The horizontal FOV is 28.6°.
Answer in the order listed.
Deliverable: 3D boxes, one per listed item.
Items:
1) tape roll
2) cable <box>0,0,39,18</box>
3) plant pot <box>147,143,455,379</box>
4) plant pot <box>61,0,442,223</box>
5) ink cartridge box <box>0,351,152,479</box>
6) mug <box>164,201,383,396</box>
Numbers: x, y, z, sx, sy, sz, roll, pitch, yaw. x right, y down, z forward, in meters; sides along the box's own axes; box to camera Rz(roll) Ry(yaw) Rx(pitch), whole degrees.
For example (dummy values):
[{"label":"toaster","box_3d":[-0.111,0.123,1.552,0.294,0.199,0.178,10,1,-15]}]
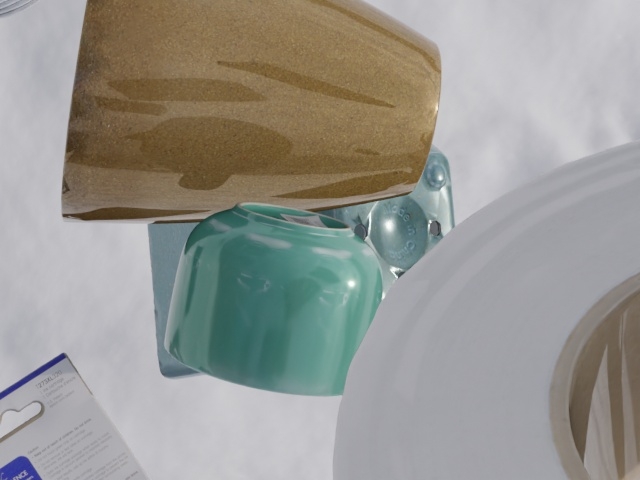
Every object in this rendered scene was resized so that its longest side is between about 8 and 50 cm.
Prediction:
[{"label":"tape roll","box_3d":[0.150,0.081,0.384,0.286,0.286,0.100,-28,129,-19]},{"label":"cable","box_3d":[-0.415,-0.400,1.538,0.257,0.089,0.257,28,86,21]},{"label":"plant pot","box_3d":[0.000,0.000,1.237,0.248,0.252,0.247,-3,86,-37]},{"label":"plant pot","box_3d":[-0.048,-0.113,0.935,0.254,0.237,0.237,8,77,-9]},{"label":"ink cartridge box","box_3d":[-0.245,0.321,1.337,0.175,0.069,0.371,-33,90,-16]},{"label":"mug","box_3d":[-0.037,0.027,0.793,0.157,0.129,0.097,17,100,26]}]
